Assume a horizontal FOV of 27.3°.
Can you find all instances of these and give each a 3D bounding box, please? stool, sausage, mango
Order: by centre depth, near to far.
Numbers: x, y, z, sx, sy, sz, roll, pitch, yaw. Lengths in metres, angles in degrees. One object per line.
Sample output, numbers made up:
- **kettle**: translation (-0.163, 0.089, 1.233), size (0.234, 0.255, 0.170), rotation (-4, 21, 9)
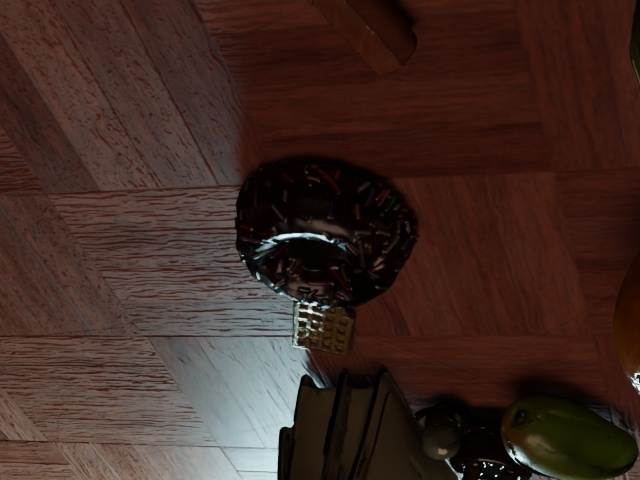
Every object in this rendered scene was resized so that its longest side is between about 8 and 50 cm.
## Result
- **sausage**: translation (0.025, -0.239, 1.315), size (0.065, 0.065, 0.169), rotation (-18, 134, 36)
- **mango**: translation (0.353, 0.288, 1.881), size (0.232, 0.111, 0.125), rotation (19, 169, -30)
- **stool**: translation (0.229, 0.317, 1.951), size (0.217, 0.121, 0.125), rotation (25, 156, -19)

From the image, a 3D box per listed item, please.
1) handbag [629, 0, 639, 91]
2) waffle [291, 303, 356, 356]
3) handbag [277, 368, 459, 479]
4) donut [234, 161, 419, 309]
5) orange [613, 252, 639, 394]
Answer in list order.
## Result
- **handbag**: translation (0.401, -0.152, 1.137), size (0.241, 0.263, 0.222), rotation (1, 128, 21)
- **waffle**: translation (0.004, 0.115, 1.835), size (0.092, 0.021, 0.135), rotation (13, 145, 4)
- **handbag**: translation (0.072, 0.384, 1.993), size (0.160, 0.237, 0.358), rotation (-8, 139, 24)
- **donut**: translation (0.000, 0.000, 1.624), size (0.235, 0.089, 0.235), rotation (10, 144, 8)
- **orange**: translation (0.470, 0.092, 1.473), size (0.283, 0.226, 0.284), rotation (8, 148, 5)
